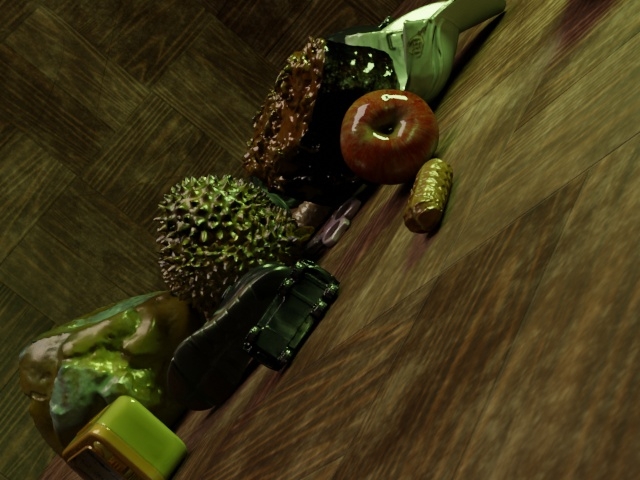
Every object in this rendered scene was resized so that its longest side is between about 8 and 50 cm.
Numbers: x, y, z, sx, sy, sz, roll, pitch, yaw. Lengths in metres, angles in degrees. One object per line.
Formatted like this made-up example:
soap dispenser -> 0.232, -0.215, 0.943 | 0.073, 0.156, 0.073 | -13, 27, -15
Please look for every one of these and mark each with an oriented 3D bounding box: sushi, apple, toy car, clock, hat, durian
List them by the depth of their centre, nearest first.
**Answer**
toy car -> -0.042, 0.107, 1.637 | 0.165, 0.071, 0.062 | -55, -6, -24
apple -> 0.099, -0.151, 1.744 | 0.146, 0.146, 0.131 | -52, -12, -9
clock -> -0.304, 0.329, 1.815 | 0.096, 0.143, 0.202 | -53, 8, -32
sushi -> 0.004, -0.185, 2.018 | 0.348, 0.207, 0.234 | 121, 148, -50
durian -> -0.157, 0.011, 2.031 | 0.258, 0.293, 0.258 | -31, -44, -35
hat -> 0.200, -0.336, 2.098 | 0.301, 0.168, 0.258 | -28, 14, -18

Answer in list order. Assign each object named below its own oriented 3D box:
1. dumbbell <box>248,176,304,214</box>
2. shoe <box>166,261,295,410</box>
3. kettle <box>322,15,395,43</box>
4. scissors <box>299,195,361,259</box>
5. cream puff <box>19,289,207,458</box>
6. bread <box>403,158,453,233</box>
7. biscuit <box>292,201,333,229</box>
dumbbell -> -0.101, -0.085, 2.406 | 0.179, 0.179, 0.406 | -46, 9, 29
shoe -> -0.135, 0.136, 1.833 | 0.291, 0.114, 0.137 | -47, 14, 13
kettle -> 0.092, -0.320, 2.457 | 0.290, 0.207, 0.268 | 176, 104, -67
scissors -> 0.000, 0.000, 2.032 | 0.212, 0.021, 0.110 | -42, 15, 47
cream puff -> -0.364, 0.260, 2.147 | 0.378, 0.275, 0.378 | -21, 5, 2
bread -> 0.135, -0.056, 1.467 | 0.052, 0.044, 0.157 | -50, 8, 29
biscuit -> 0.004, -0.075, 2.214 | 0.219, 0.055, 0.061 | -52, 14, 3
